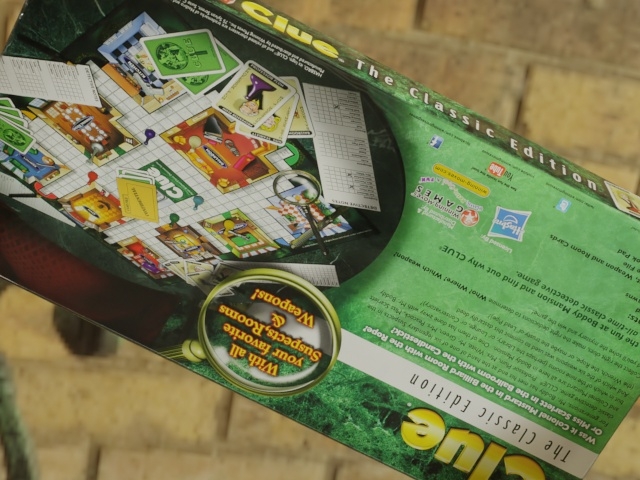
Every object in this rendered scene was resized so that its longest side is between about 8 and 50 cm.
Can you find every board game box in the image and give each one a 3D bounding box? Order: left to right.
[{"bbox_3d":[0.000,0.000,0.610,0.259,0.136,0.030,27,21,-7],"label":"board game box"}]
